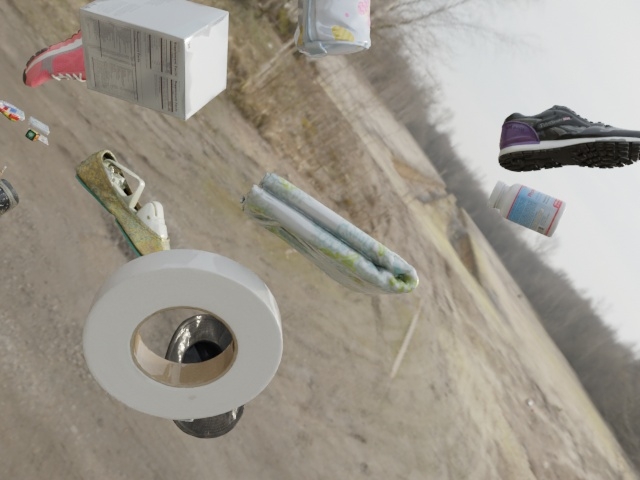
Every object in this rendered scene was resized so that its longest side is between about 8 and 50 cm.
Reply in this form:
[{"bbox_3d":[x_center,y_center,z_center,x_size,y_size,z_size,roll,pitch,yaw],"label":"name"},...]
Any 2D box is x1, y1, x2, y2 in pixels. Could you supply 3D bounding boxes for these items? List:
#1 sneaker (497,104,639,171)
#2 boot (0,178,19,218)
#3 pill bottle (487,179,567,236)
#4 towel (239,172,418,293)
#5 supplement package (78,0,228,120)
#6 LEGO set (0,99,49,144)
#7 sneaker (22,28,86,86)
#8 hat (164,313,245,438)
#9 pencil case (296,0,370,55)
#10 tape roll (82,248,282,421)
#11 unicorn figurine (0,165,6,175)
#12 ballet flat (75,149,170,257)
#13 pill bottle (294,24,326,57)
[{"bbox_3d":[0.489,-0.212,1.283,0.107,0.284,0.124,45,50,-60],"label":"sneaker"},{"bbox_3d":[-0.750,-0.034,1.377,0.085,0.236,0.178,56,39,-10],"label":"boot"},{"bbox_3d":[0.465,-0.076,1.506,0.160,0.087,0.087,25,6,16],"label":"pill bottle"},{"bbox_3d":[0.000,0.000,1.396,0.375,0.090,0.320,33,-6,-7],"label":"towel"},{"bbox_3d":[-0.375,-0.435,1.528,0.263,0.198,0.199,19,40,12],"label":"supplement package"},{"bbox_3d":[-0.725,-0.307,1.592,0.183,0.060,0.244,32,6,-31],"label":"LEGO set"},{"bbox_3d":[-0.701,-0.502,1.901,0.136,0.314,0.116,61,3,-6],"label":"sneaker"},{"bbox_3d":[-0.339,0.370,1.821,0.331,0.134,0.331,15,69,-46],"label":"hat"},{"bbox_3d":[0.018,-0.413,0.986,0.124,0.114,0.272,-24,115,-66],"label":"pencil case"},{"bbox_3d":[-0.268,0.196,1.323,0.392,0.392,0.072,47,17,-28],"label":"tape roll"},{"bbox_3d":[-0.507,-0.051,0.897,0.111,0.162,0.060,-2,-79,62],"label":"unicorn figurine"},{"bbox_3d":[-0.431,-0.076,1.530,0.348,0.123,0.123,48,11,15],"label":"ballet flat"},{"bbox_3d":[0.013,-0.558,1.645,0.119,0.119,0.208,45,51,-34],"label":"pill bottle"}]
